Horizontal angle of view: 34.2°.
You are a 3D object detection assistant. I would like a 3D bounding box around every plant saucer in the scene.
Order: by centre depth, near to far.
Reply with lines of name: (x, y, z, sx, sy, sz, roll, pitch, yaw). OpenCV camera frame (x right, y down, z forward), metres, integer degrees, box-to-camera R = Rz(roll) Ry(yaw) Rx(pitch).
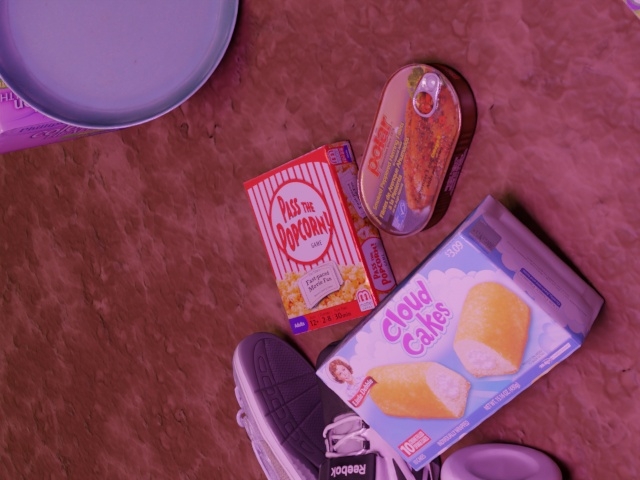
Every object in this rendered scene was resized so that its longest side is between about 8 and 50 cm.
plant saucer: (-0.253, -0.288, 1.250, 0.318, 0.044, 0.317, 0, 88, 4)

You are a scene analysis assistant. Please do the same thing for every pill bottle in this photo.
pill bottle: (0.183, 0.327, 1.057, 0.121, 0.121, 0.216, 11, 110, 42)

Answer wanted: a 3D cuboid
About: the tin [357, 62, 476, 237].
tin: (0.098, -0.094, 1.083, 0.106, 0.040, 0.189, 34, 123, 28)

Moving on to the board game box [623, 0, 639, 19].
board game box: (0.362, -0.197, 0.790, 0.347, 0.056, 0.208, 55, 128, 18)

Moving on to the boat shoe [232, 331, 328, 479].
boat shoe: (-0.026, 0.265, 1.251, 0.103, 0.118, 0.320, -34, 84, 40)

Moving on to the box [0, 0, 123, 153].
box: (-0.366, -0.254, 1.354, 0.117, 0.214, 0.243, -25, 84, 55)

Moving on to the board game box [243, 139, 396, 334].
board game box: (0.000, 0.000, 1.197, 0.147, 0.045, 0.193, -21, 86, 45)

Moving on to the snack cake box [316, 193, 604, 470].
snack cake box: (0.131, 0.097, 1.038, 0.152, 0.089, 0.264, 42, 131, 2)

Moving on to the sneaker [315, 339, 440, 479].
sneaker: (0.056, 0.272, 1.150, 0.122, 0.146, 0.330, -31, 78, 44)
